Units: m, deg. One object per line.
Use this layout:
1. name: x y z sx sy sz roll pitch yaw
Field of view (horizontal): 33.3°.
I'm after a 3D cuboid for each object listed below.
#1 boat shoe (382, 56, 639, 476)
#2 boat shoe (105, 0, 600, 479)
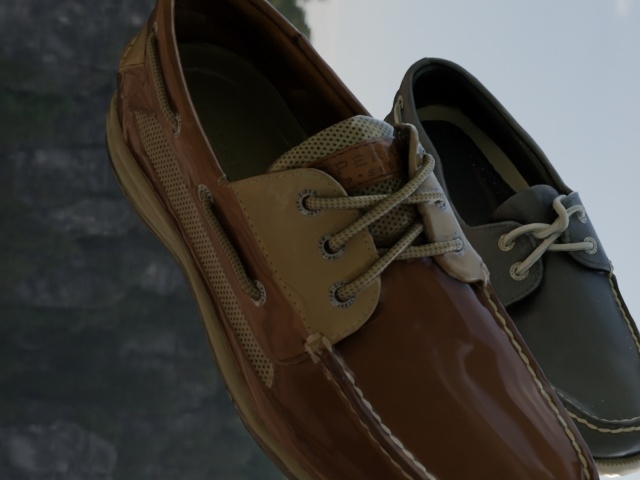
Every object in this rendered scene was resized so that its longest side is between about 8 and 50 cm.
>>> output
1. boat shoe: 0.122 0.004 0.696 0.099 0.116 0.319 92 -22 -48
2. boat shoe: 0.000 0.000 0.482 0.324 0.122 0.120 49 -35 25
